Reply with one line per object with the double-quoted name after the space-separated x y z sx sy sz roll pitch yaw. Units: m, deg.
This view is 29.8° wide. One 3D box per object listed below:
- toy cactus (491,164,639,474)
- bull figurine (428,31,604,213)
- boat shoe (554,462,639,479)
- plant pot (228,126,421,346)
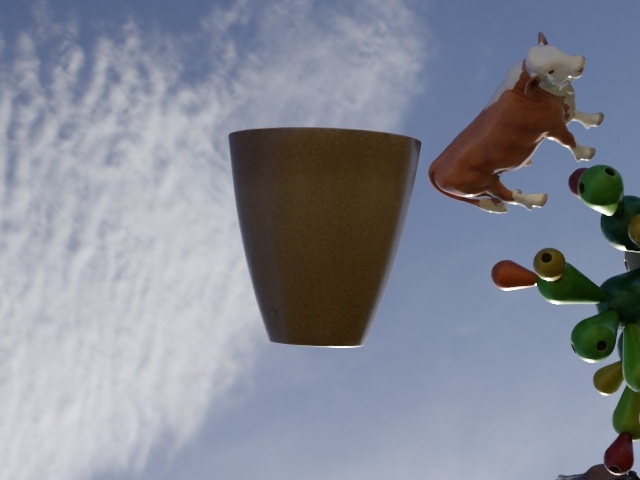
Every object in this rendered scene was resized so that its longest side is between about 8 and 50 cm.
0.213 0.035 0.838 0.180 0.112 0.219 -40 -65 -41 "toy cactus"
0.296 -0.159 1.745 0.188 0.101 0.310 29 -51 -23 "bull figurine"
0.420 0.373 1.754 0.111 0.307 0.104 33 -118 -19 "boat shoe"
0.000 0.000 1.475 0.237 0.237 0.254 3 -90 -33 "plant pot"
